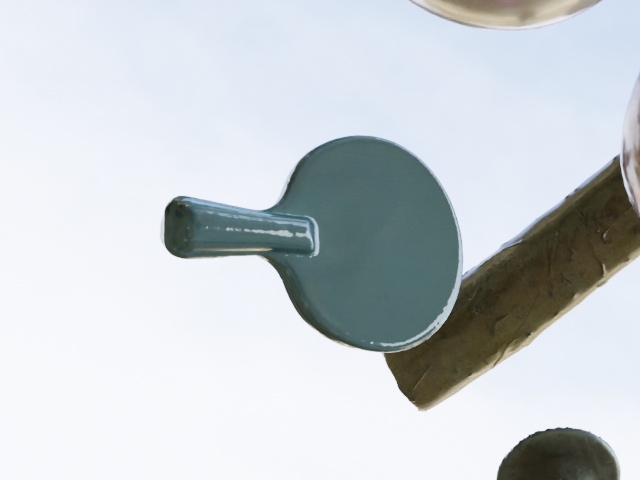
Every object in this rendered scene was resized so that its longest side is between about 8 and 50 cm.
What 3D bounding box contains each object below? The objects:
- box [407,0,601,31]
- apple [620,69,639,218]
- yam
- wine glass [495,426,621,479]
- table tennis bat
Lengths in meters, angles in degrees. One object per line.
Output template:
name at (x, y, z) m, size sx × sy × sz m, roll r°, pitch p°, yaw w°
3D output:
box at (0.031, -0.267, 0.688) m, size 0.288 × 0.349 × 0.141 m, roll 37°, pitch -48°, yaw -27°
apple at (0.241, -0.057, 0.791) m, size 0.168 × 0.181 × 0.181 m, roll 16°, pitch -35°, yaw 23°
yam at (0.208, 0.001, 1.300) m, size 0.371 × 0.083 × 0.083 m, roll -37°, pitch -57°, yaw 6°
wine glass at (0.151, 0.326, 1.169) m, size 0.096 × 0.309 × 0.264 m, roll 22°, pitch -62°, yaw -15°
table tennis bat at (0.000, 0.000, 1.097) m, size 0.237 × 0.149 × 0.038 m, roll 4°, pitch -10°, yaw -36°
